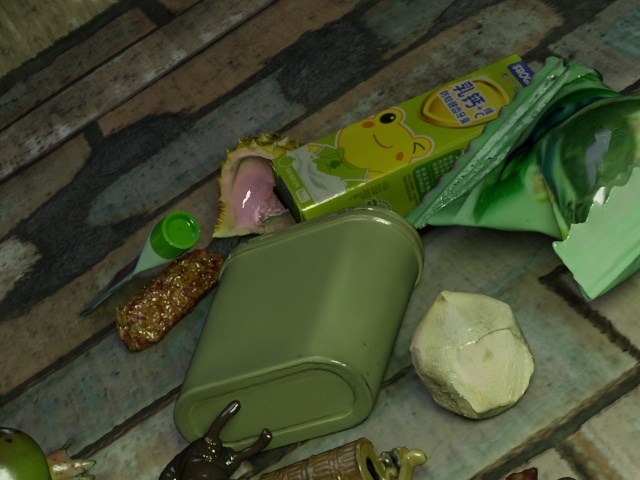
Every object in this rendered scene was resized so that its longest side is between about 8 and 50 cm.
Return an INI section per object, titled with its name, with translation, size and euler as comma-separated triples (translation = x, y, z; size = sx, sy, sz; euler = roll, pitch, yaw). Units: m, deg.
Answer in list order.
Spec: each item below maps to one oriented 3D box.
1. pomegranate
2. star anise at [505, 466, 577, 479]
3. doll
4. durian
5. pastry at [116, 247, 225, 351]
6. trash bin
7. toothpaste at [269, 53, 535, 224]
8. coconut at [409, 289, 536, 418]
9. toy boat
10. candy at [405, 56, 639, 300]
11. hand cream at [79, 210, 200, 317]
[pomegranate]
translation = -0.327, 0.251, 1.959
size = 0.159, 0.129, 0.129
euler = -43, 27, -23
[star anise]
translation = 0.159, 0.245, 1.496
size = 0.168, 0.057, 0.168
euler = -35, 18, 13
[doll]
translation = -0.117, 0.243, 1.809
size = 0.165, 0.057, 0.139
euler = -38, 32, 25
[durian]
translation = -0.040, -0.061, 2.257
size = 0.182, 0.165, 0.132
euler = 150, 126, -66
[pastry]
translation = -0.181, 0.063, 2.214
size = 0.169, 0.063, 0.087
euler = -44, 24, -27
[trash bin]
translation = -0.024, 0.095, 1.912
size = 0.243, 0.121, 0.247
euler = -17, 31, 28
[toothpaste]
translation = 0.110, -0.097, 2.066
size = 0.327, 0.077, 0.110
euler = -24, 39, -6
[coconut]
translation = 0.139, 0.100, 1.700
size = 0.110, 0.124, 0.110
euler = -26, 23, 12
[toy boat]
translation = -0.010, 0.238, 1.661
size = 0.226, 0.088, 0.068
euler = -21, 27, 20
[candy]
translation = 0.253, -0.076, 1.832
size = 0.263, 0.172, 0.398
euler = -39, 28, -13
[hand cream]
translation = -0.229, 0.031, 2.276
size = 0.079, 0.050, 0.275
euler = -18, -9, -33
